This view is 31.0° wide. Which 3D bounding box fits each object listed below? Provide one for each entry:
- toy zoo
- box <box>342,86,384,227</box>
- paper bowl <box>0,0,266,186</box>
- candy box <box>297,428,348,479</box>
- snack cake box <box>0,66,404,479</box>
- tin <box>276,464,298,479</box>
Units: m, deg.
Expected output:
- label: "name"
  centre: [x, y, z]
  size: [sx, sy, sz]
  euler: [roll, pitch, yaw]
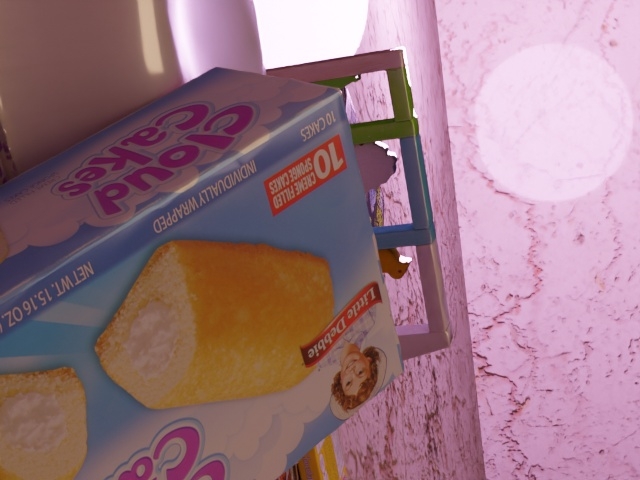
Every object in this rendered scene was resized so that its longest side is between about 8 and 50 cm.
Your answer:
- label: "toy zoo"
  centre: [0.000, 0.000, 0.958]
  size: [0.030, 0.192, 0.293]
  euler: [-53, 134, -70]
- label: "box"
  centre: [0.023, -0.008, 1.344]
  size: [0.216, 0.060, 0.270]
  euler: [67, 21, -51]
- label: "paper bowl"
  centre: [-0.122, -0.099, 0.606]
  size: [0.284, 0.148, 0.284]
  euler: [-6, 90, -77]
- label: "candy box"
  centre: [0.002, 0.234, 1.196]
  size: [0.105, 0.027, 0.206]
  euler: [-66, 147, -70]
- label: "snack cake box"
  centre: [-0.094, 0.055, 0.465]
  size: [0.264, 0.089, 0.152]
  euler: [-36, 125, -31]
- label: "tin"
  centre: [-0.054, 0.228, 0.952]
  size: [0.190, 0.040, 0.106]
  euler: [-73, 157, -60]
